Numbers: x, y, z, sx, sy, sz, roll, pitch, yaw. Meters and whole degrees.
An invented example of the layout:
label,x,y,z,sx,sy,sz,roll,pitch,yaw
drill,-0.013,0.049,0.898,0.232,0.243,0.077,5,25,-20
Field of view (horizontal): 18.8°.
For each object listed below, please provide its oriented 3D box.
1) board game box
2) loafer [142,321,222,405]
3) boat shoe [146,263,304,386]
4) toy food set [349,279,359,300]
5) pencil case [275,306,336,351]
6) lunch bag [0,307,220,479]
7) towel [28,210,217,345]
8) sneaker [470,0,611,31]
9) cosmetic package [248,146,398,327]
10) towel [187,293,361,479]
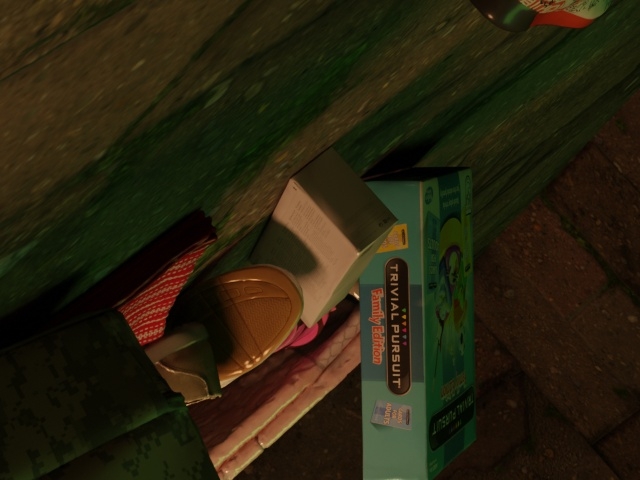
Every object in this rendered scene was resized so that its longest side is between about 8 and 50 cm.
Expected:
label,x,y,z,sx,sy,sz,roll,pitch,yaw
board game box,0.115,0.089,2.228,0.079,0.336,0.254,0,-174,17
loafer,-0.201,0.174,1.849,0.251,0.087,0.094,-33,174,8
boat shoe,-0.113,0.100,1.934,0.277,0.098,0.096,-35,178,30
toy food set,0.028,0.110,2.732,0.306,0.092,0.220,-42,173,13
pencil case,-0.046,0.082,2.182,0.098,0.095,0.209,-7,-179,10
lunch bag,-0.215,0.232,1.409,0.305,0.256,0.212,-23,161,-46
towel,-0.190,0.083,1.666,0.199,0.031,0.275,-37,172,-25
sneaker,0.227,-0.252,1.607,0.145,0.090,0.270,-42,171,29
cosmetic package,0.000,0.000,1.900,0.060,0.099,0.239,-41,174,-22
towel,-0.074,0.176,2.389,0.317,0.053,0.332,-42,-168,-5
